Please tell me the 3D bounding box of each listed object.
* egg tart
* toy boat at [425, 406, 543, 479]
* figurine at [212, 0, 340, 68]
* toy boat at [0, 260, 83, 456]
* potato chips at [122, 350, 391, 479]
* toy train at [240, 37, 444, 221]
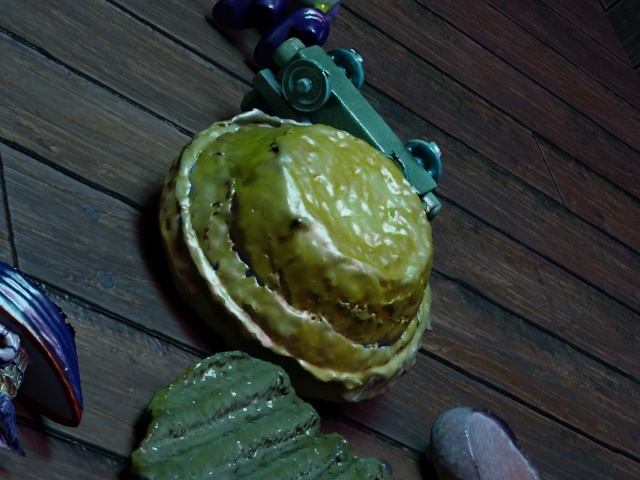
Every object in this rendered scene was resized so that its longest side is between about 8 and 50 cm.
[{"bbox_3d":[0.000,0.000,2.140,0.388,0.169,0.388,24,46,-27],"label":"egg tart"},{"bbox_3d":[0.201,0.305,2.252,0.227,0.085,0.155,56,31,-13],"label":"toy boat"},{"bbox_3d":[-0.020,-0.389,2.727,0.154,0.193,0.421,41,20,-10],"label":"figurine"},{"bbox_3d":[-0.340,0.106,1.638,0.318,0.072,0.219,-18,72,-54],"label":"toy boat"},{"bbox_3d":[-0.030,0.263,1.836,0.358,0.070,0.429,40,22,13],"label":"potato chips"},{"bbox_3d":[0.019,-0.112,2.397,0.298,0.194,0.120,51,33,10],"label":"toy train"}]
